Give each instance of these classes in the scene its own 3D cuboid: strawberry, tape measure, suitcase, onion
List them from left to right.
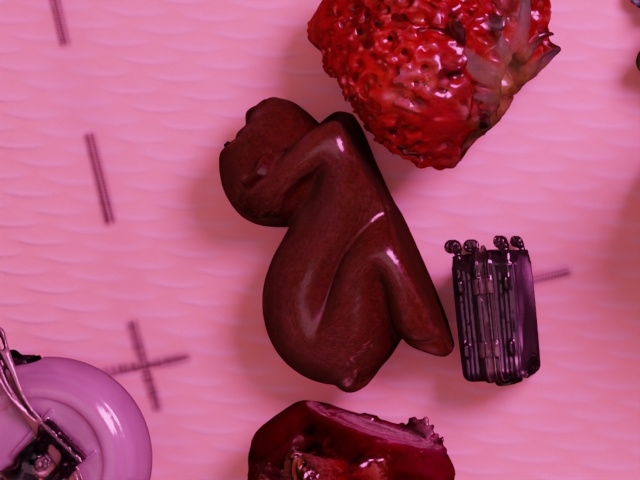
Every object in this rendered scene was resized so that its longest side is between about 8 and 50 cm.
[{"bbox_3d":[-0.240,0.185,1.481,0.196,0.105,0.178,36,92,6],"label":"tape measure"},{"bbox_3d":[0.010,0.210,1.414,0.173,0.198,0.135,12,96,23],"label":"onion"},{"bbox_3d":[0.082,-0.162,1.427,0.201,0.184,0.186,25,100,27],"label":"strawberry"},{"bbox_3d":[0.147,0.059,1.458,0.059,0.086,0.126,-6,88,20],"label":"suitcase"}]

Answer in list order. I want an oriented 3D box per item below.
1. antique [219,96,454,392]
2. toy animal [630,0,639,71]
[{"bbox_3d":[0.000,0.000,1.459,0.143,0.121,0.256,-22,94,13],"label":"antique"},{"bbox_3d":[0.314,-0.233,1.450,0.103,0.100,0.208,17,100,27],"label":"toy animal"}]
